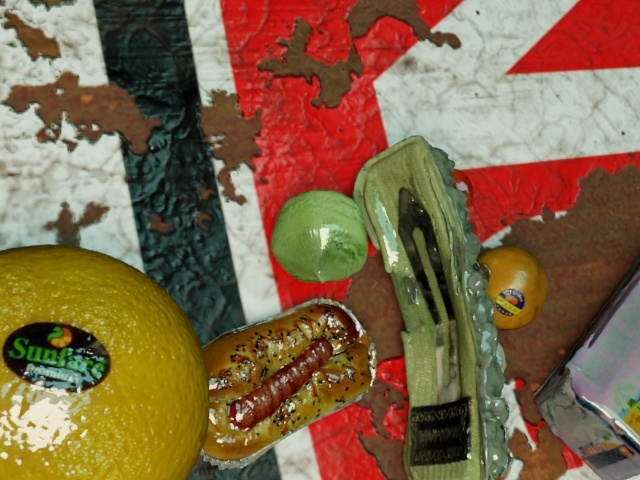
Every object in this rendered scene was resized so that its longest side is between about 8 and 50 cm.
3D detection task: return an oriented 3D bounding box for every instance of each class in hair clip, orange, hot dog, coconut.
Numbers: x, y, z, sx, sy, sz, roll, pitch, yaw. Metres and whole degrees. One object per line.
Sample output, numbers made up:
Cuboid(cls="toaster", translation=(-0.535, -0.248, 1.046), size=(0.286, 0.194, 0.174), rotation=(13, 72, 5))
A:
Cuboid(cls="hair clip", translation=(0.116, 0.065, 0.899), size=(0.091, 0.138, 0.321), rotation=(0, 75, -35))
Cuboid(cls="orange", translation=(-0.193, 0.111, 0.698), size=(0.236, 0.236, 0.236), rotation=(7, 72, -22))
Cuboid(cls="hot dog", translation=(-0.037, 0.117, 0.855), size=(0.191, 0.059, 0.108), rotation=(-24, 90, -30))
Cuboid(cls="orange", translation=(0.179, 0.046, 0.959), size=(0.084, 0.083, 0.083), rotation=(7, 72, -22))
Cuboid(cls="coconut", translation=(0.000, 0.000, 0.889), size=(0.088, 0.088, 0.096), rotation=(19, 47, -18))

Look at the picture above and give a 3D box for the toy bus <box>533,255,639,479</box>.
Cuboid(cls="toy bus", translation=(0.352, 0.091, 1.011), size=(0.138, 0.112, 0.317), rotation=(42, 61, 4))
